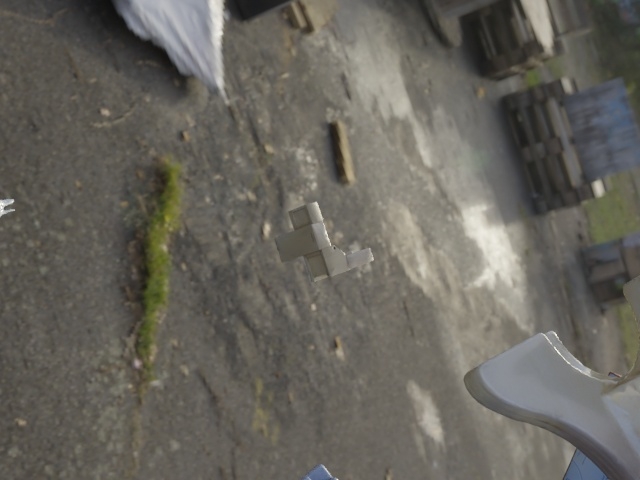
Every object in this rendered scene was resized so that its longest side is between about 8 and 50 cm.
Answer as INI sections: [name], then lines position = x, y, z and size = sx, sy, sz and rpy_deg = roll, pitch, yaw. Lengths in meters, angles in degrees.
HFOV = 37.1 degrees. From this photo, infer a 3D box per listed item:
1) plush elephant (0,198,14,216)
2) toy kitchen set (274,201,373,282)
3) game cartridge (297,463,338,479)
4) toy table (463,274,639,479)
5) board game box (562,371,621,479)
[plush elephant]
position = -0.454, 0.045, 0.848
size = 0.272, 0.255, 0.330
rpy_deg = 63, 17, -15
[toy kitchen set]
position = 0.000, 0.000, 1.080
size = 0.075, 0.068, 0.083
rpy_deg = -18, 89, -43
[game cartridge]
position = 0.016, 0.401, 0.959
size = 0.198, 0.062, 0.297
rpy_deg = -33, 77, -25
[toy table]
position = 0.248, 0.121, 0.740
size = 0.274, 0.252, 0.161
rpy_deg = -17, 73, -41
[board game box]
position = 0.408, 0.338, 1.321
size = 0.027, 0.145, 0.281
rpy_deg = 23, 91, -39
